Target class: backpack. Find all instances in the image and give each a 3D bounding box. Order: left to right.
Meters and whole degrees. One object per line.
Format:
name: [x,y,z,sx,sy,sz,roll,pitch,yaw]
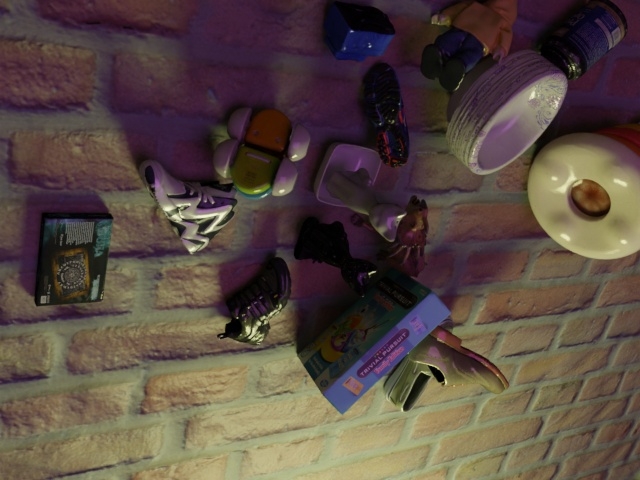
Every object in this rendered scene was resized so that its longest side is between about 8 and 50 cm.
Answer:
backpack: [0.075,-0.402,1.356,0.120,0.098,0.101,-8,151,-30]

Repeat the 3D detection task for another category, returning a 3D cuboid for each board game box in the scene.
board game box: [-0.465,0.036,1.317,0.126,0.026,0.186,-1,118,-33]
board game box: [0.116,0.225,1.663,0.336,0.254,0.079,-43,108,-4]

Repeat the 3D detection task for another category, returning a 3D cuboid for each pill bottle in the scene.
pill bottle: [0.602,-0.457,1.648,0.219,0.123,0.123,-41,132,-5]

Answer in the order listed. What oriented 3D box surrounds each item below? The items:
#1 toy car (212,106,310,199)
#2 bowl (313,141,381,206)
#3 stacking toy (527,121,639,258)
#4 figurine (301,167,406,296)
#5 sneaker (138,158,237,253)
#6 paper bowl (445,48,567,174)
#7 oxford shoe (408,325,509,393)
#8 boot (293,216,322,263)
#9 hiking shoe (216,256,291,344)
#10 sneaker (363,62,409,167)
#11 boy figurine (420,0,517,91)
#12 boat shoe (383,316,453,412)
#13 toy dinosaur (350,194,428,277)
toy car: [-0.114,-0.158,1.350,0.136,0.159,0.182,110,-2,-66]
bowl: [0.052,-0.147,1.526,0.142,0.053,0.142,7,113,-36]
stacking toy: [0.820,-0.195,1.887,0.480,0.351,0.350,-33,133,-35]
figurine: [0.077,-0.021,1.446,0.092,0.209,0.215,11,114,-38]
sneaker: [-0.237,-0.093,1.342,0.153,0.094,0.235,-35,131,-12]
paper bowl: [0.397,-0.297,1.562,0.284,0.148,0.284,-32,153,-19]
oxford shoe: [0.366,0.344,1.889,0.348,0.123,0.130,35,81,-23]
boot: [0.000,0.000,1.589,0.099,0.045,0.121,2,123,-32]
hiking shoe: [-0.146,0.137,1.550,0.114,0.086,0.226,8,114,-40]
sneaker: [0.145,-0.271,1.501,0.083,0.087,0.221,-3,114,15]
boy figurine: [0.318,-0.435,1.463,0.285,0.177,0.092,-47,162,-31]
boat shoe: [0.293,0.347,1.965,0.109,0.094,0.302,21,104,-40]
toy dinosaur: [0.199,0.016,1.626,0.127,0.200,0.295,-38,132,-8]
